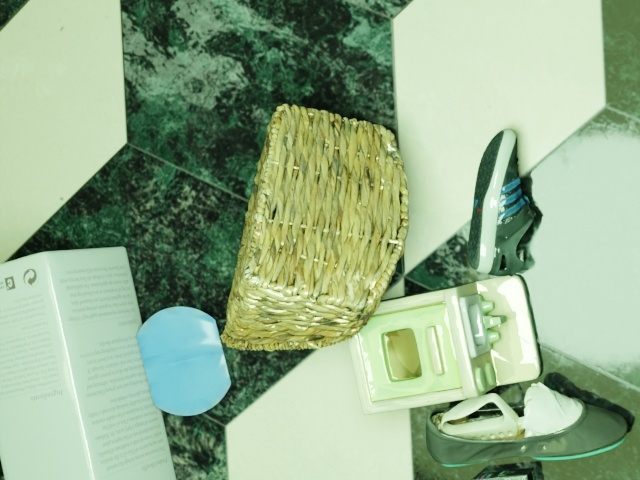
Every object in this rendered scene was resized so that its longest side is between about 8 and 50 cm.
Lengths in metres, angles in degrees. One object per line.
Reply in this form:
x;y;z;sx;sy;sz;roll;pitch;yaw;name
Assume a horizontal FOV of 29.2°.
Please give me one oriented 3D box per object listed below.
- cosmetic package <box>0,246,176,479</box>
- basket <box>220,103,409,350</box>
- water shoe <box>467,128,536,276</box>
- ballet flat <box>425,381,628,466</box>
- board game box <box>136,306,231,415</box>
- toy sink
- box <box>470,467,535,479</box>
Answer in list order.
-0.367;0.247;1.856;0.161;0.230;0.453;-15;86;22;cosmetic package
0.000;0.000;1.703;0.213;0.223;0.299;12;60;-6;basket
0.257;-0.051;1.698;0.080;0.073;0.203;11;89;-13;water shoe
0.270;0.251;1.668;0.280;0.095;0.096;-12;118;21;ballet flat
-0.206;0.184;1.897;0.133;0.033;0.168;-15;90;15;board game box
0.168;0.143;1.694;0.234;0.131;0.153;-11;88;21;toy sink
0.257;0.355;1.709;0.083;0.052;0.062;-11;87;20;box
